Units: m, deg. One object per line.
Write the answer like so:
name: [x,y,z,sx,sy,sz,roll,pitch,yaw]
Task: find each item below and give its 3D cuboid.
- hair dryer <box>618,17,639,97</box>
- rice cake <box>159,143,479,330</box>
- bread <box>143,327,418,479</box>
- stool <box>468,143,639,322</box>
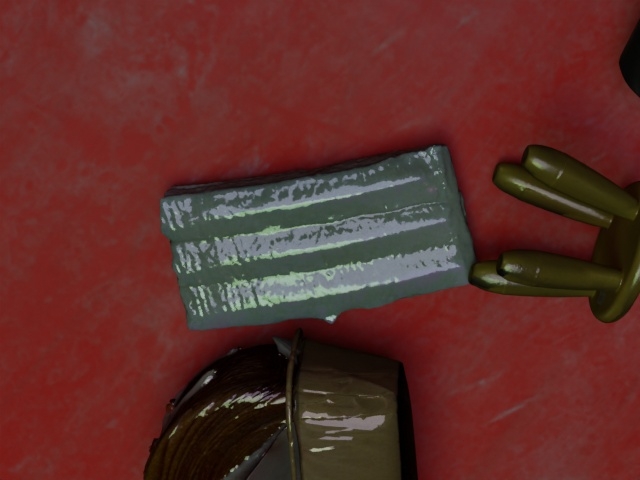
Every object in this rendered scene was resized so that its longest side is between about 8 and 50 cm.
hair dryer: [0.361,-0.181,1.062,0.248,0.078,0.196,1,139,-18]
rice cake: [0.000,0.000,1.163,0.237,0.043,0.127,-11,105,6]
bread: [-0.029,0.186,1.158,0.211,0.142,0.224,-4,110,3]
stool: [0.183,-0.004,1.113,0.110,0.135,0.134,16,127,-8]
